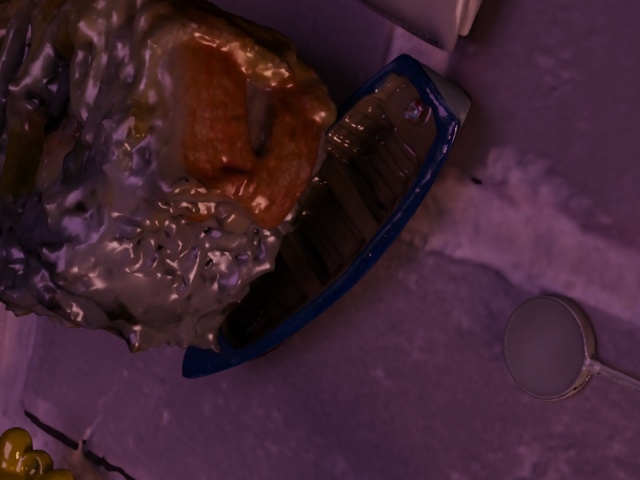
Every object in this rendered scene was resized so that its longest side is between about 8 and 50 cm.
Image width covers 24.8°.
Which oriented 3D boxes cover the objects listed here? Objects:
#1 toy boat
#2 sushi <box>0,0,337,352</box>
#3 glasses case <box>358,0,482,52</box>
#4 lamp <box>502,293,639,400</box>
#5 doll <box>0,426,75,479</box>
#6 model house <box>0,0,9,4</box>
[{"bbox_3d":[0.000,0.000,0.767,0.229,0.046,0.080,-51,58,31],"label":"toy boat"},{"bbox_3d":[-0.113,-0.048,0.788,0.274,0.139,0.184,23,95,58],"label":"sushi"},{"bbox_3d":[0.076,-0.236,0.670,0.128,0.083,0.308,46,120,34],"label":"glasses case"},{"bbox_3d":[0.146,0.074,0.630,0.198,0.056,0.050,25,110,44],"label":"lamp"},{"bbox_3d":[-0.222,0.232,0.942,0.241,0.099,0.135,-64,29,21],"label":"doll"},{"bbox_3d":[-0.270,-0.190,0.986,0.194,0.170,0.211,-16,107,35],"label":"model house"}]
